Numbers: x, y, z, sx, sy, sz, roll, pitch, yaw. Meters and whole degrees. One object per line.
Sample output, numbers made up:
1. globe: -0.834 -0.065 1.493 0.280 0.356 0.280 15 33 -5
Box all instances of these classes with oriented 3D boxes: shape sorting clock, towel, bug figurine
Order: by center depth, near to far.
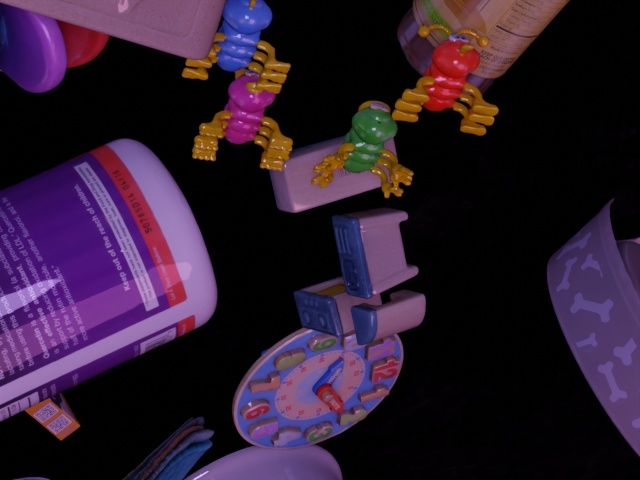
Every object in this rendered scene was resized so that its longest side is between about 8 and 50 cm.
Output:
1. bug figurine: 0.005 -0.133 1.615 0.279 0.072 0.216 11 144 -17
2. towel: -0.251 0.349 1.858 0.271 0.040 0.370 -58 171 27
3. shape sorting clock: -0.001 0.160 2.011 0.206 0.040 0.206 -22 141 -19

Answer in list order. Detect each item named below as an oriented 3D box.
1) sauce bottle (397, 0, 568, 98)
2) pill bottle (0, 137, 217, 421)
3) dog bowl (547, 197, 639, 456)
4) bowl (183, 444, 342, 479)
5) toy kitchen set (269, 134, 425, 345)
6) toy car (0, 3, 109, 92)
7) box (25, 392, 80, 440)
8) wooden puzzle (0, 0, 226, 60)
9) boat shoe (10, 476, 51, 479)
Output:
1. sauce bottle: 0.202 -0.274 1.601 0.111 0.111 0.344 5 136 -42
2. pill bottle: -0.263 0.050 1.564 0.323 0.181 0.181 -25 142 -15
3. dog bowl: 0.377 0.124 2.041 0.102 0.348 0.349 -33 146 19
4. bowl: -0.074 0.380 2.115 0.298 0.134 0.298 -22 141 -19
5. toy kitchen set: 0.000 0.000 1.823 0.122 0.166 0.207 -17 103 -25
6. toy car: -0.231 -0.167 1.367 0.182 0.136 0.159 -39 152 -39
7. box: -0.281 0.127 1.716 0.028 0.081 0.136 -35 144 -1
8. wooden puzzle: -0.161 -0.316 1.268 0.348 0.080 0.322 11 99 -50
9. boat shoe: -0.423 0.292 1.760 0.367 0.136 0.156 -20 131 -11
